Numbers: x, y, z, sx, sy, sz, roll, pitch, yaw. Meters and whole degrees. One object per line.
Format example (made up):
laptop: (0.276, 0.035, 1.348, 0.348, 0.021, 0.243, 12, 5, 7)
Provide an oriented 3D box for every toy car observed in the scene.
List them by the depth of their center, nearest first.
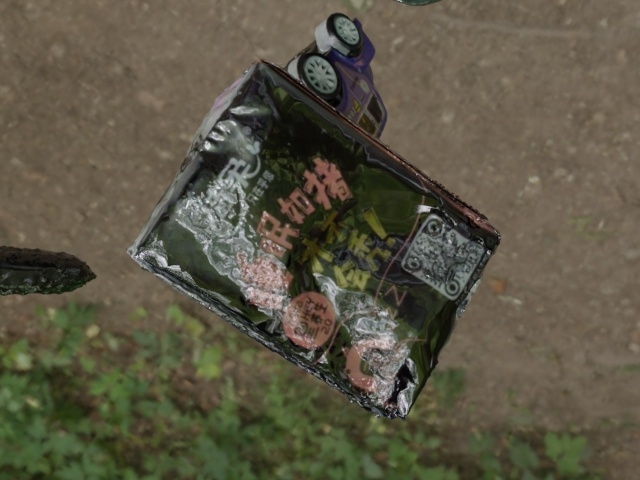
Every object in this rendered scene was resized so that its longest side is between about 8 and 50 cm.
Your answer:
toy car: (-0.003, -0.165, 1.206, 0.158, 0.235, 0.172, 45, 137, -17)

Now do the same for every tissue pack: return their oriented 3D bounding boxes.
tissue pack: (0.000, 0.000, 0.964, 0.332, 0.245, 0.123, 34, 171, -15)

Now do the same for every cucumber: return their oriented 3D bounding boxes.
cucumber: (-0.434, 0.039, 1.262, 0.300, 0.072, 0.072, 0, 176, -38)

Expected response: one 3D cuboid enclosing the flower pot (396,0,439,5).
flower pot: (0.114, -0.386, 1.115, 0.189, 0.157, 0.243, 18, 155, 3)
